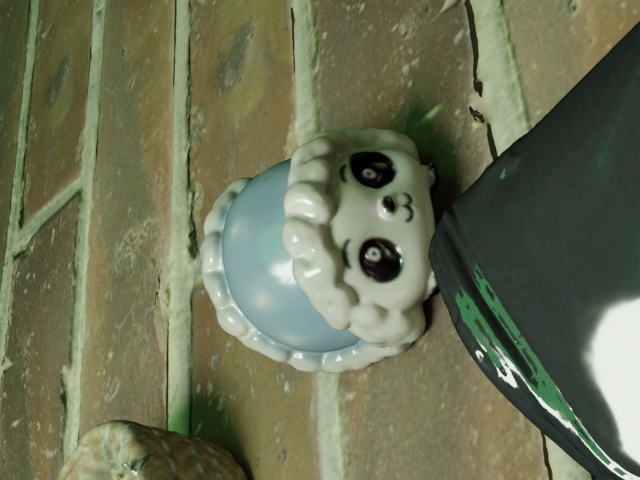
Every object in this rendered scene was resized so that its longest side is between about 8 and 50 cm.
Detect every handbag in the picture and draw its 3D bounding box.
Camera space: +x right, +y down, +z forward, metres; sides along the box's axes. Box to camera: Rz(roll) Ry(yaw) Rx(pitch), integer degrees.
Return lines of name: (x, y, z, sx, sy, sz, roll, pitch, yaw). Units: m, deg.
handbag: (0.221, 0.014, 0.522, 0.302, 0.275, 0.178, -46, 21, 33)

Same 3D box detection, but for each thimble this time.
thimble: (-0.173, 0.294, 1.041, 0.196, 0.148, 0.229, -5, 68, 53)

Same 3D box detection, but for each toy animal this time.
toy animal: (0.000, 0.000, 0.946, 0.204, 0.156, 0.208, -27, 57, 50)
